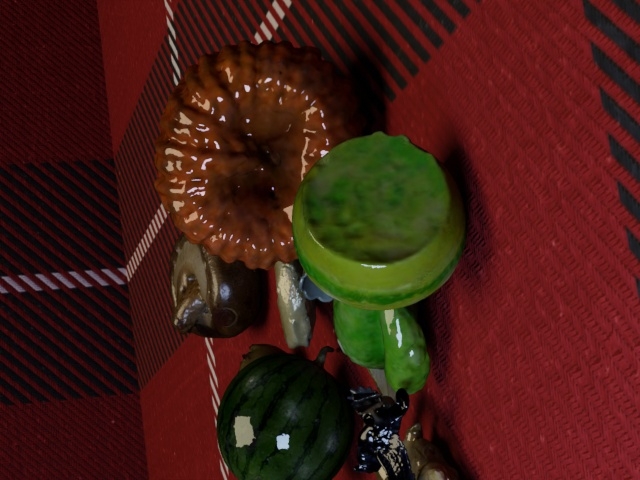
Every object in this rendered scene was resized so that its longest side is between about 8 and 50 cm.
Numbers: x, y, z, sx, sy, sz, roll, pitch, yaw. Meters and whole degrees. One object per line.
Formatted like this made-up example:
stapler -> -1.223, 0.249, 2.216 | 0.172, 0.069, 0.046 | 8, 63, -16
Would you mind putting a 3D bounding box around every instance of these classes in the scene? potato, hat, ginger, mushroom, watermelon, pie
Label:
potato -> -0.056, 0.216, 2.243 | 0.172, 0.089, 0.101 | 55, -139, -57
hat -> -0.105, -0.142, 1.944 | 0.400, 0.285, 0.285 | -134, 43, -69
ginger -> 0.121, 0.286, 1.669 | 0.258, 0.065, 0.149 | -141, 36, -60
mushroom -> -0.168, 0.068, 2.485 | 0.231, 0.138, 0.194 | 3, 83, 62
watermelon -> -0.041, 0.237, 1.992 | 0.215, 0.188, 0.188 | -58, 19, -1
pie -> -0.038, 0.041, 2.062 | 0.218, 0.052, 0.185 | -88, -7, -73

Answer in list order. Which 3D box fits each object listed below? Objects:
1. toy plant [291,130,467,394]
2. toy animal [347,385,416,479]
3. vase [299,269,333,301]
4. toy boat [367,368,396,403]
toy plant -> 0.068, 0.039, 1.652 | 0.316, 0.184, 0.224 | 84, 165, -61
toy animal -> 0.066, 0.214, 1.644 | 0.220, 0.062, 0.108 | -117, 22, -58
vase -> 0.000, 0.000, 1.975 | 0.081, 0.081, 0.149 | 105, 159, -47
toy boat -> 0.081, 0.160, 1.836 | 0.115, 0.016, 0.063 | -119, 30, -54
